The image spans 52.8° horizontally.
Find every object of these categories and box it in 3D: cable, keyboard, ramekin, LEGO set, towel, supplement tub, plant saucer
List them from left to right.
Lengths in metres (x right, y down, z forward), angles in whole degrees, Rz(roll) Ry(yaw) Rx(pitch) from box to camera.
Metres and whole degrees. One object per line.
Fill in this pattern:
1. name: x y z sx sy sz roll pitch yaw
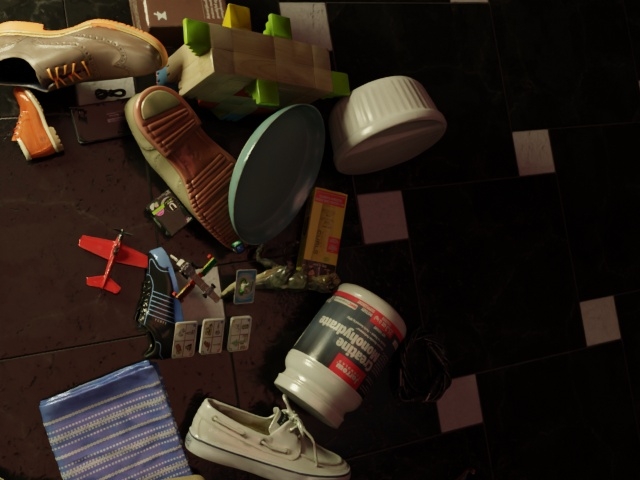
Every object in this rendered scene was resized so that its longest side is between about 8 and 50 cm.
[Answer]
1. keyboard: -0.440 -0.276 1.386 0.180 0.023 0.108 -15 96 -22
2. towel: -0.400 0.438 1.311 0.243 0.040 0.336 -19 91 -20
3. LEGO set: -0.227 0.118 1.360 0.182 0.060 0.244 -1 104 -37
4. plant saucer: -0.095 -0.142 1.358 0.043 0.318 0.318 28 72 22
5. supplement tub: 0.045 0.249 1.412 0.191 0.191 0.272 40 72 -12
6. ramekin: 0.141 -0.264 1.473 0.272 0.273 0.127 -14 77 -21
7. cable: 0.253 0.301 1.559 0.150 0.047 0.185 4 82 -20

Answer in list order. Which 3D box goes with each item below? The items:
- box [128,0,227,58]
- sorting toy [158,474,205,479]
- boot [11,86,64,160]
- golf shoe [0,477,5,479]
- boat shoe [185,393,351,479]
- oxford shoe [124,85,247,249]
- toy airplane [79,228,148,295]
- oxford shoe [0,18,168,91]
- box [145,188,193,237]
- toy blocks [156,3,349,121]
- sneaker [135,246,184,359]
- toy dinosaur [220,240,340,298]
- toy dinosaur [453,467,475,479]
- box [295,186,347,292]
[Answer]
1. box: -0.304 -0.490 1.362 0.167 0.203 0.169 -9 88 -21
2. sorting toy: -0.299 0.548 1.174 0.229 0.307 0.041 2 108 -19
3. boot: -0.595 -0.240 1.308 0.084 0.059 0.158 -27 95 -16
4. golf shoe: -0.620 0.473 1.195 0.272 0.105 0.120 3 76 -20
5. boat shoe: -0.089 0.410 1.373 0.367 0.136 0.157 20 91 -10
6. oxford shoe: -0.271 -0.150 1.381 0.140 0.146 0.397 -42 118 -25
7. toy airplane: -0.438 0.045 1.346 0.151 0.028 0.151 2 83 -21
8. oxford shoe: -0.480 -0.341 1.261 0.363 0.130 0.133 1 54 9
9. box: -0.325 -0.057 1.386 0.062 0.052 0.083 -40 99 -18
10. toy blocks: -0.168 -0.339 1.374 0.381 0.261 0.191 -1 82 -38
11. sneaker: -0.343 0.133 1.342 0.090 0.081 0.232 -12 89 -28
12. toy dinosaur: -0.092 0.063 1.415 0.268 0.064 0.118 -4 86 3
13. toy dinosaur: 0.340 0.583 1.564 0.090 0.047 0.082 28 57 -5
14. box: 0.000 0.000 1.494 0.087 0.058 0.232 14 79 -17
